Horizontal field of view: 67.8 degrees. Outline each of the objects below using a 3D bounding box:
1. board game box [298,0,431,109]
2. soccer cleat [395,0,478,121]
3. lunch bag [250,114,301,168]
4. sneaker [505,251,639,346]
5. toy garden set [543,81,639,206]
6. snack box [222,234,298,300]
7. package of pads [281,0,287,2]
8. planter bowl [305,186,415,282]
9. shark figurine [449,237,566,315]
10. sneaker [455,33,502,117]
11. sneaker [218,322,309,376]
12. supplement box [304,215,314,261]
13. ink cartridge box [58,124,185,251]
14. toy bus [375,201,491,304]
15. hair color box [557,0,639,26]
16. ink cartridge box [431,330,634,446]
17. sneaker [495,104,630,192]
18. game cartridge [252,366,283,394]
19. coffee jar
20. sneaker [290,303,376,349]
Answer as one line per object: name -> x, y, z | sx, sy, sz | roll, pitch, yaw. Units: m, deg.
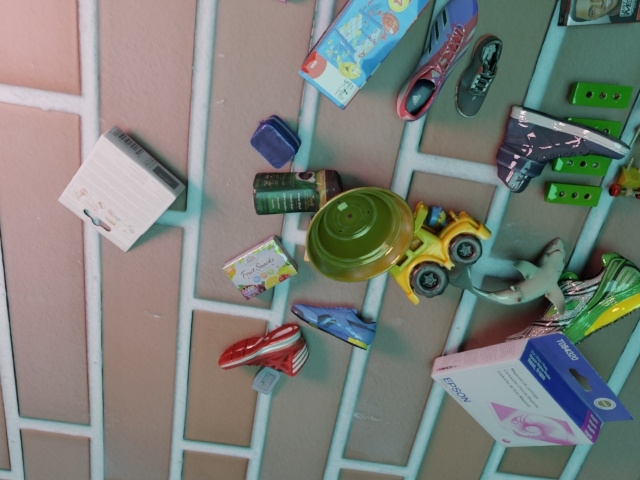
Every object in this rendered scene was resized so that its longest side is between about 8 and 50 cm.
board game box -> 0.093, -0.376, 0.762 | 0.086, 0.308, 0.302 | 37, 109, -15
soccer cleat -> 0.222, -0.336, 0.892 | 0.083, 0.095, 0.247 | 27, 111, -10
lunch bag -> -0.092, -0.205, 0.968 | 0.067, 0.065, 0.098 | -34, 111, 30
sneaker -> 0.573, 0.157, 1.102 | 0.344, 0.134, 0.146 | -41, 71, 23
toy garden set -> 0.587, -0.192, 0.979 | 0.204, 0.049, 0.244 | 5, 112, 0
snack box -> -0.137, 0.063, 1.095 | 0.141, 0.037, 0.100 | -30, 108, 12
package of pads -> -0.094, -0.474, 0.870 | 0.084, 0.032, 0.050 | 17, 111, -7
planter bowl -> 0.068, -0.029, 0.942 | 0.218, 0.090, 0.217 | -7, 125, -11
shark figurine -> 0.429, 0.108, 1.080 | 0.279, 0.116, 0.166 | -13, 81, -5
sneaker -> 0.306, -0.315, 0.917 | 0.061, 0.065, 0.157 | 9, 112, -3
sneaker -> -0.131, 0.300, 1.170 | 0.222, 0.087, 0.128 | -21, 110, 10
supplement box -> 0.000, 0.000, 1.067 | 0.062, 0.036, 0.098 | 8, 112, -4
ink cartridge box -> -0.432, -0.104, 1.031 | 0.189, 0.066, 0.232 | 42, 128, -16
toy bus -> 0.217, -0.008, 1.020 | 0.211, 0.149, 0.220 | 46, 104, 0
hair color box -> 0.521, -0.436, 0.876 | 0.141, 0.043, 0.071 | -3, 114, 2
ink cartridge box -> 0.491, 0.371, 1.128 | 0.324, 0.071, 0.330 | 45, 137, -16
sneaker -> 0.455, -0.155, 0.929 | 0.226, 0.086, 0.163 | 32, 117, 36
game cartridge -> -0.141, 0.359, 1.232 | 0.056, 0.017, 0.083 | 28, 110, -15
coffee jar -> -0.045, -0.101, 0.993 | 0.185, 0.096, 0.078 | -2, 121, 2
sneaker -> 0.034, 0.186, 1.140 | 0.210, 0.069, 0.082 | 24, 78, 0
